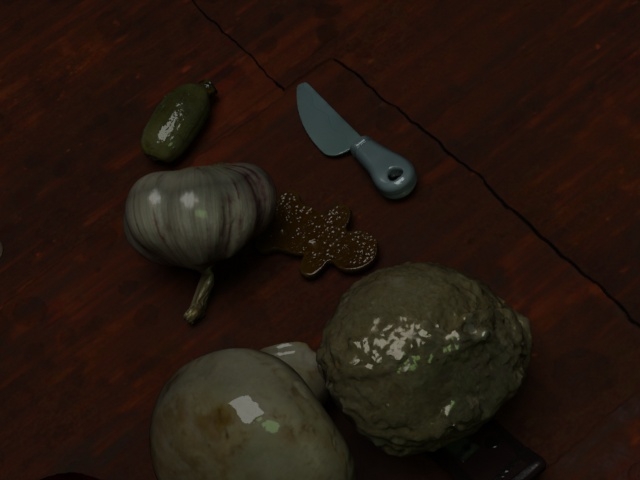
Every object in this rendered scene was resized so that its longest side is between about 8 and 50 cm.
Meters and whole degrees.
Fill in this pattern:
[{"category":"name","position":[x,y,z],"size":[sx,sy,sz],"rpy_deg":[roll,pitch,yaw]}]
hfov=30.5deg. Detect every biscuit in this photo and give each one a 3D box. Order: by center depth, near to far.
[{"category":"biscuit","position":[0.000,0.000,1.879],"size":[0.205,0.031,0.138],"rpy_deg":[18,68,25]}]

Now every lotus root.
[{"category":"lotus root","position":[-0.245,-0.215,2.048],"size":[0.090,0.077,0.183],"rpy_deg":[25,69,26]}]

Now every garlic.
[{"category":"garlic","position":[-0.192,0.005,1.845],"size":[0.245,0.245,0.253],"rpy_deg":[-1,93,13]}]

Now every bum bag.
[{"category":"bum bag","position":[0.224,0.300,1.623],"size":[0.109,0.026,0.159],"rpy_deg":[-35,41,-14]}]

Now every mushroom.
[{"category":"mushroom","position":[-0.073,0.263,1.605],"size":[0.298,0.297,0.290],"rpy_deg":[21,39,25]}]

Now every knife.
[{"category":"knife","position":[0.041,-0.168,1.977],"size":[0.080,0.044,0.331],"rpy_deg":[-43,52,-6]}]

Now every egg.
[{"category":"egg","position":[0.138,0.154,1.590],"size":[0.310,0.279,0.279],"rpy_deg":[-14,49,-34]}]

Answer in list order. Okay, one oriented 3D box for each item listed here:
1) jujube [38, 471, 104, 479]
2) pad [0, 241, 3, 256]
[{"category":"jujube","position":[-0.361,0.491,1.546],"size":[0.258,0.258,0.376],"rpy_deg":[19,72,24]},{"category":"pad","position":[-0.673,0.086,2.010],"size":[0.176,0.002,0.266],"rpy_deg":[19,65,24]}]
